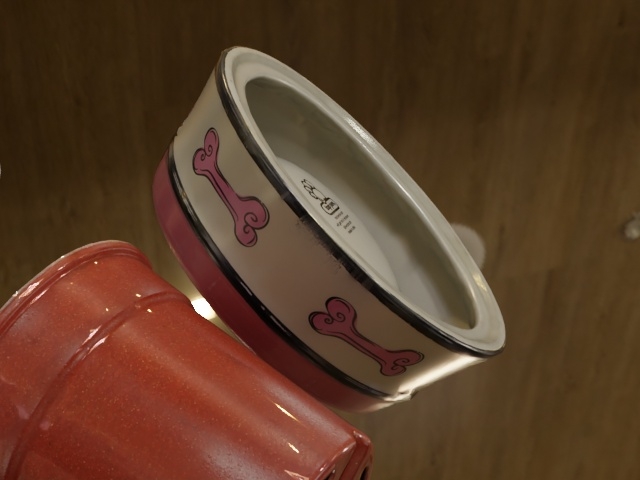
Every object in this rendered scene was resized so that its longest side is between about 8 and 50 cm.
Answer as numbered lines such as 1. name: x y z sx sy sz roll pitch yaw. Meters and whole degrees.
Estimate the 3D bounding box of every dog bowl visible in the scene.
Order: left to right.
1. dog bowl: 0.000 0.000 1.227 0.150 0.408 0.408 -42 -43 18

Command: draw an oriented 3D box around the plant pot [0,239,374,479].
1. plant pot: -0.119 0.180 0.956 0.272 0.265 0.272 -49 -23 -30
